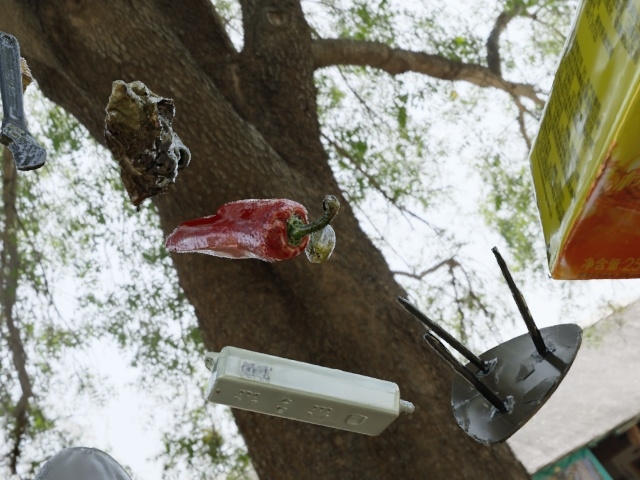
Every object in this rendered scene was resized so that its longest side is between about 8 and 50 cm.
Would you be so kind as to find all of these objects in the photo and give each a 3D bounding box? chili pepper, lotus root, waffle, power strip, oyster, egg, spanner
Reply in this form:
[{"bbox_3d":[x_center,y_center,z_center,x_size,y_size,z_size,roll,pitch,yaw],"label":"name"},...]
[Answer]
[{"bbox_3d":[-0.128,-0.015,1.123,0.388,0.110,0.110,-2,-9,39],"label":"chili pepper"},{"bbox_3d":[0.000,0.000,1.232,0.049,0.099,0.054,36,-51,-29],"label":"lotus root"},{"bbox_3d":[-0.629,-0.345,1.311,0.102,0.148,0.042,23,-74,-40],"label":"waffle"},{"bbox_3d":[-0.016,0.235,1.020,0.339,0.058,0.098,14,-41,-12],"label":"power strip"},{"bbox_3d":[-0.353,-0.225,1.419,0.096,0.221,0.361,8,-37,7],"label":"oyster"},{"bbox_3d":[-0.290,0.353,0.821,0.147,0.198,0.146,-13,-25,-6],"label":"egg"},{"bbox_3d":[-0.323,-0.151,0.707,0.046,0.208,0.012,10,-44,-42],"label":"spanner"}]

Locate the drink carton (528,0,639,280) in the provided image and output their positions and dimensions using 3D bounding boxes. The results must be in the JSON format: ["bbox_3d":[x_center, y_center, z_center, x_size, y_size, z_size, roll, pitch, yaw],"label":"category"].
[{"bbox_3d":[0.212,-0.115,0.315,0.155,0.111,0.351,-2,-34,2],"label":"drink carton"}]

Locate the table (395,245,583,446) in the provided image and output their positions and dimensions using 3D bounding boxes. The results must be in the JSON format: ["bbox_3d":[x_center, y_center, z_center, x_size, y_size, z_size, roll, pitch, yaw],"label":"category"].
[{"bbox_3d":[0.321,0.179,1.323,0.317,0.249,0.317,-39,12,9],"label":"table"}]
